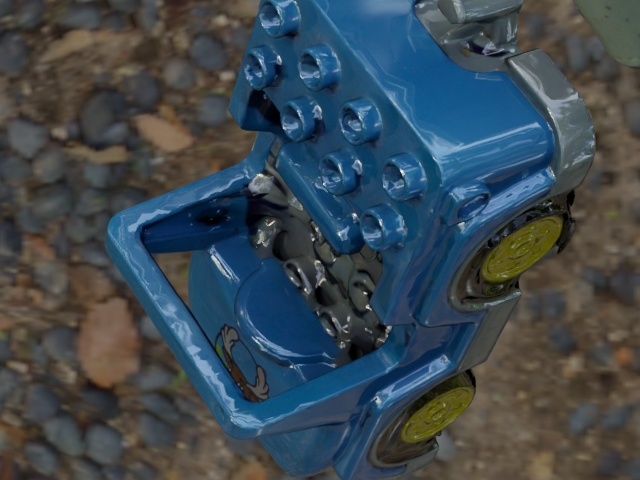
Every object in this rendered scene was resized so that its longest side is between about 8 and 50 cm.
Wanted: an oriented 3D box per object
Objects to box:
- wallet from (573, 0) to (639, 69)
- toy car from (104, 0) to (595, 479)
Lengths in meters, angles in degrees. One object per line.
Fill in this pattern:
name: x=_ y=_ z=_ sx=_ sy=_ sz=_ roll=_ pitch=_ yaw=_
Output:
wallet: x=0.256 y=-0.301 z=1.456 sx=0.252 sy=0.083 sz=0.360 roll=-26 pitch=129 yaw=19
toy car: x=0.000 y=0.000 z=0.578 sx=0.100 sy=0.191 sz=0.097 roll=-19 pitch=59 yaw=-30
